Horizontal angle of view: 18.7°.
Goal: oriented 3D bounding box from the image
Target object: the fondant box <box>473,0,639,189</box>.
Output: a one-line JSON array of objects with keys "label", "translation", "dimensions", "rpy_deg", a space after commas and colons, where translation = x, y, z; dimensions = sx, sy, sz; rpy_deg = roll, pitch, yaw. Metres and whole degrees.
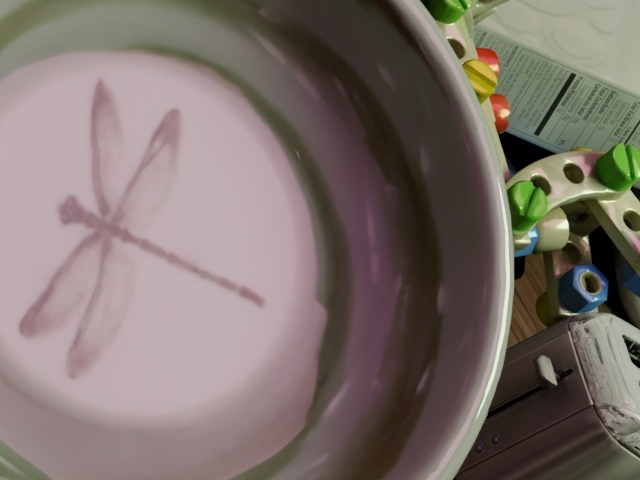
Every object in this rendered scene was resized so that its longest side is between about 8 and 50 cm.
[{"label": "fondant box", "translation": [0.203, -0.184, 1.689], "dimensions": [0.330, 0.096, 0.238], "rpy_deg": [23, 37, -9]}]

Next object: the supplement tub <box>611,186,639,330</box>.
[{"label": "supplement tub", "translation": [0.374, -0.058, 1.857], "dimensions": [0.207, 0.207, 0.338], "rpy_deg": [42, 28, -24]}]

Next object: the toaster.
[{"label": "toaster", "translation": [0.194, 0.147, 1.368], "dimensions": [0.227, 0.146, 0.129], "rpy_deg": [32, 34, -39]}]

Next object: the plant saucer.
[{"label": "plant saucer", "translation": [-0.089, -0.003, 1.007], "dimensions": [0.400, 0.100, 0.400], "rpy_deg": [7, 75, -27]}]

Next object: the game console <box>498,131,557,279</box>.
[{"label": "game console", "translation": [0.161, -0.081, 1.711], "dimensions": [0.213, 0.044, 0.361], "rpy_deg": [45, 28, -19]}]

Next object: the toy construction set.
[{"label": "toy construction set", "translation": [0.114, -0.092, 1.383], "dimensions": [0.215, 0.151, 0.327], "rpy_deg": [-1, 49, -30]}]
